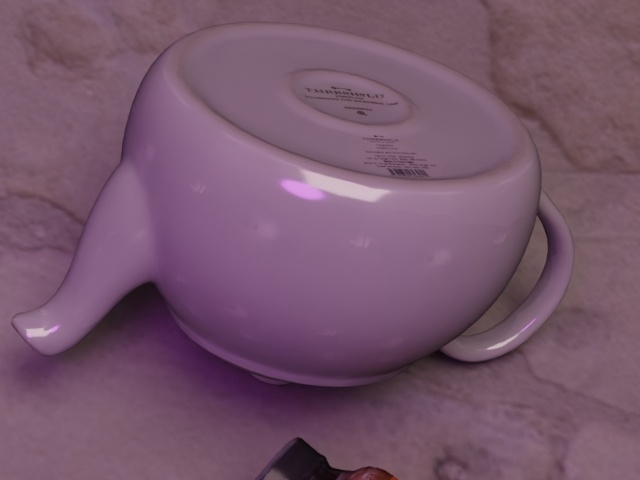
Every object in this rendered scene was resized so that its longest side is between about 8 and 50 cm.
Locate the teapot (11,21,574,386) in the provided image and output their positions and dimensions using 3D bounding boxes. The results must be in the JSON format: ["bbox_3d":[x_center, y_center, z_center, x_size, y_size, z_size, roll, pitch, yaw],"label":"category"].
[{"bbox_3d":[0.000,0.000,1.098,0.256,0.187,0.252,22,28,15],"label":"teapot"}]

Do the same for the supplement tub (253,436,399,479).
[{"bbox_3d":[0.040,0.195,1.037,0.198,0.106,0.106,40,57,7],"label":"supplement tub"}]
